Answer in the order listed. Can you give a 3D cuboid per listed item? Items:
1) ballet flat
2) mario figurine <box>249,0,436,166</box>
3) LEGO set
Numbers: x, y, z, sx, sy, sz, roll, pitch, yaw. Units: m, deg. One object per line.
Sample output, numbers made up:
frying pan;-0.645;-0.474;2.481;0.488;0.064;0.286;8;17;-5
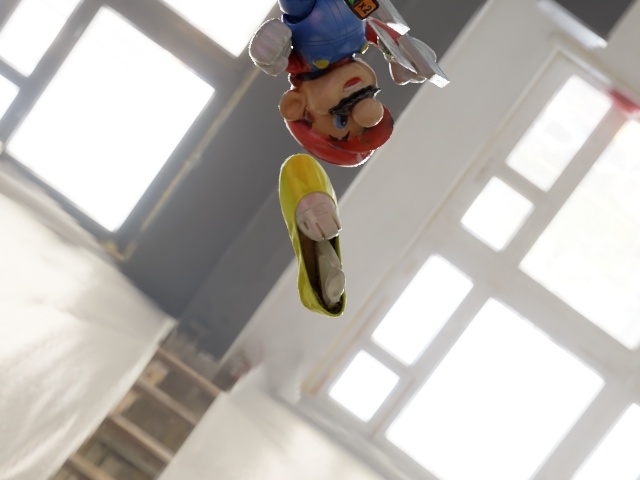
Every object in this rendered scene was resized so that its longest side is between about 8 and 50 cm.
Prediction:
ballet flat;0.000;0.000;1.613;0.077;0.077;0.231;40;143;56
mario figurine;0.030;-0.216;1.404;0.170;0.198;0.320;-86;-11;-50
LEGO set;0.048;-0.231;1.094;0.182;0.060;0.244;55;-166;10
